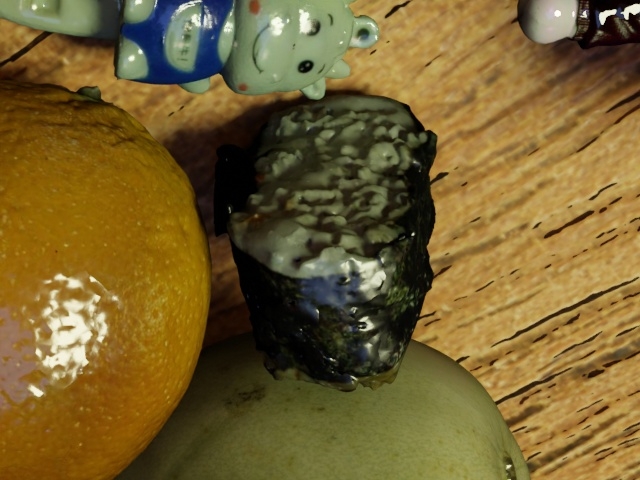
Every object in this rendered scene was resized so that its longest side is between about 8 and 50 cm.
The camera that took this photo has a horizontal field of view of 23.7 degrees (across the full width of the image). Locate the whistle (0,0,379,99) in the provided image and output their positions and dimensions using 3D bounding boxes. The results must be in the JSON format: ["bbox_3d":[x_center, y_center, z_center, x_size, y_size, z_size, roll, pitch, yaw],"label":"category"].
[{"bbox_3d":[-0.083,-0.139,0.927,0.245,0.092,0.110,6,124,-11],"label":"whistle"}]

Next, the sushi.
[{"bbox_3d":[0.000,0.000,0.949,0.147,0.212,0.115,-1,124,4],"label":"sushi"}]

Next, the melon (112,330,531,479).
[{"bbox_3d":[-0.020,0.193,1.026,0.330,0.268,0.268,-21,121,25],"label":"melon"}]

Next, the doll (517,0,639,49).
[{"bbox_3d":[0.276,-0.159,0.876,0.310,0.284,0.240,23,161,-2],"label":"doll"}]

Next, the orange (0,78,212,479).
[{"bbox_3d":[-0.186,0.028,0.922,0.264,0.264,0.264,-2,120,-4],"label":"orange"}]
